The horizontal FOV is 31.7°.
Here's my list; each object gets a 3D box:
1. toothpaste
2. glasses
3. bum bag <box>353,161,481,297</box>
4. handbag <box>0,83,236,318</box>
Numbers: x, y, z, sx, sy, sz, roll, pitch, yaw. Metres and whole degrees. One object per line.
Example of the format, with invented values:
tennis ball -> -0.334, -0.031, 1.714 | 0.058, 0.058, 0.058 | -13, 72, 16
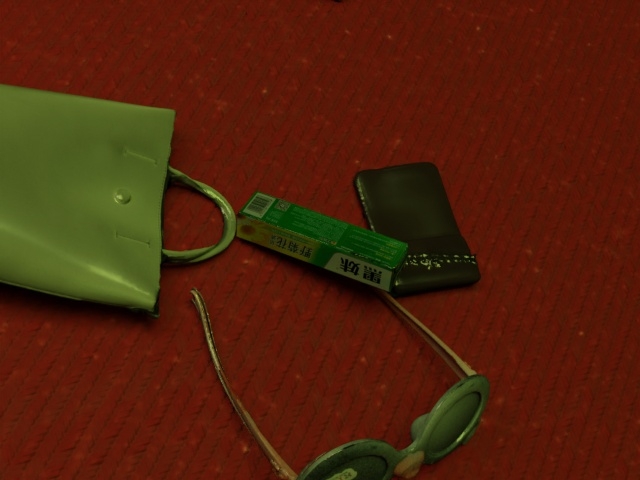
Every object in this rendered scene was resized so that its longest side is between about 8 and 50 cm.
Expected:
toothpaste -> 0.000, 0.000, 1.172 | 0.179, 0.037, 0.043 | 20, 42, 15
glasses -> 0.015, 0.133, 1.141 | 0.234, 0.118, 0.268 | -24, 51, -24
bum bag -> 0.105, -0.016, 1.247 | 0.109, 0.026, 0.159 | -10, 66, -19
handbag -> -0.230, -0.048, 1.130 | 0.316, 0.109, 0.241 | 9, 62, -15
